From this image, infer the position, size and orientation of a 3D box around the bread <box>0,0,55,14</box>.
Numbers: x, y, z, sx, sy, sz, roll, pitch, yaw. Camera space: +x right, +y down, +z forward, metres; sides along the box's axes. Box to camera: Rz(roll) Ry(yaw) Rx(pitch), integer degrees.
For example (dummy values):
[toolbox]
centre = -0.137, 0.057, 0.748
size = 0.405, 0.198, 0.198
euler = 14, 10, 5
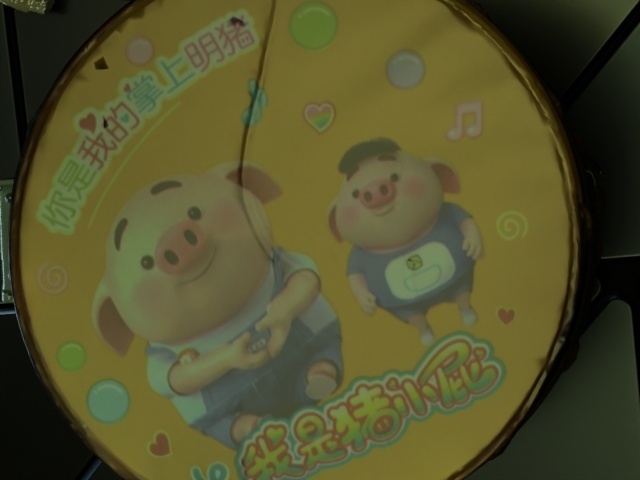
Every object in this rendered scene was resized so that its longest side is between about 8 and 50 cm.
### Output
[bread]
centre = -0.255, -0.243, 1.626
size = 0.070, 0.035, 0.083
euler = 23, 105, 16

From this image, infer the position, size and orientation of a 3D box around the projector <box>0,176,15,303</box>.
[projector]
centre = -0.207, 0.000, 1.624
size = 0.147, 0.061, 0.115
euler = 1, 98, 19

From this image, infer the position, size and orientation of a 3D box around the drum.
[drum]
centre = 0.000, 0.000, 1.382
size = 0.431, 0.214, 0.431
euler = 0, 89, 10
